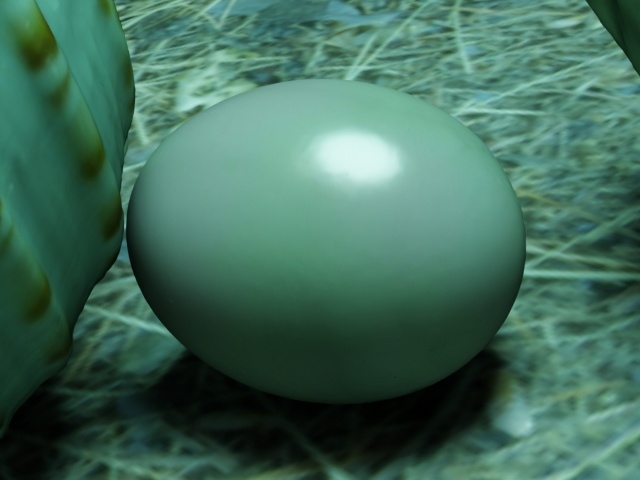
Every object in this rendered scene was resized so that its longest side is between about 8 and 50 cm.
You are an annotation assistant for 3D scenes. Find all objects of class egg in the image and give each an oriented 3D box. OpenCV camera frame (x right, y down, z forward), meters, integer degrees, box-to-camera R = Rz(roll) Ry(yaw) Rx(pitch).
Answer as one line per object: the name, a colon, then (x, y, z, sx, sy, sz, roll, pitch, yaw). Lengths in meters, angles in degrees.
egg: (0.000, 0.000, 0.457, 0.135, 0.103, 0.103, 6, 34, 32)

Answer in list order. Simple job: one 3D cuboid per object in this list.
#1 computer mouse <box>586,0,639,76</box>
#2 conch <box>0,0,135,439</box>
computer mouse: (0.252, -0.042, 0.403, 0.428, 0.146, 0.228, 22, 35, 28)
conch: (-0.175, -0.015, 0.448, 0.303, 0.215, 0.319, 13, 75, 53)
